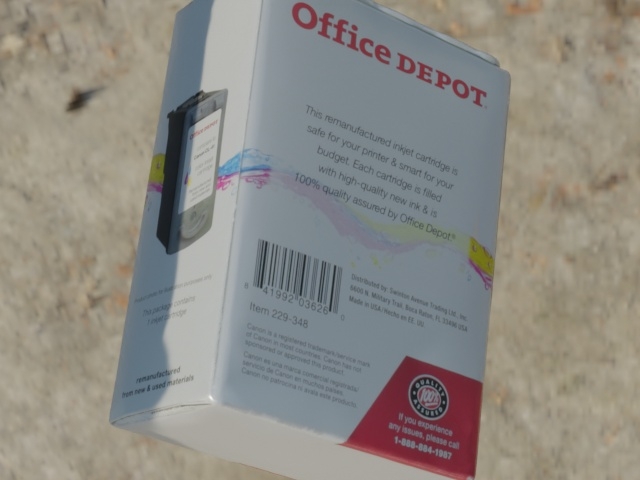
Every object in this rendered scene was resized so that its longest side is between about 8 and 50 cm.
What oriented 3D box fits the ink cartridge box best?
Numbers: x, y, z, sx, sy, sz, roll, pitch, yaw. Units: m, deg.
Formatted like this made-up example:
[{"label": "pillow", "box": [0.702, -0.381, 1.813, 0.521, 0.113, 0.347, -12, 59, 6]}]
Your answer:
[{"label": "ink cartridge box", "box": [0.000, 0.000, 1.211, 0.131, 0.226, 0.306, -20, 56, 49]}]
